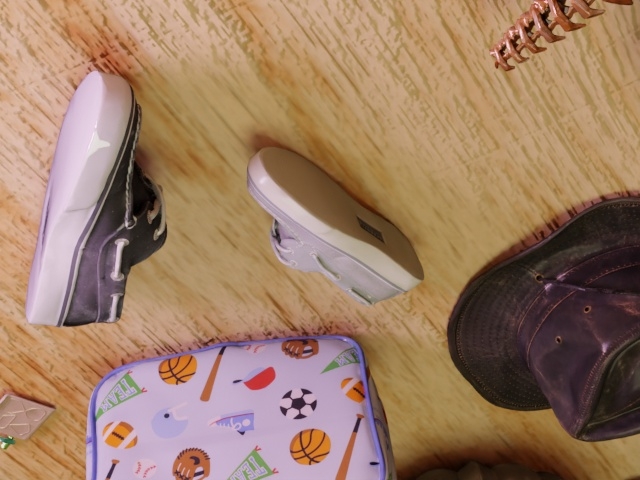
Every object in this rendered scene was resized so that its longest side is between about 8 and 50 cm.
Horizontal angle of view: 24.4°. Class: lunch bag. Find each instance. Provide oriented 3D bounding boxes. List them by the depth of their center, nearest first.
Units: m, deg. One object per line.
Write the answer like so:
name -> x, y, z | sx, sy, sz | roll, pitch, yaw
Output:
lunch bag -> -0.082, 0.219, 1.423 | 0.303, 0.243, 0.115 | -11, 138, 2

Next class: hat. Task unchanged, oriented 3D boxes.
hat -> 0.296, 0.112, 1.449 | 0.331, 0.134, 0.331 | -5, 138, -5

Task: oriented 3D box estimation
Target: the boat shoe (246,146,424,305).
boat shoe -> 0.000, -0.001, 1.317 | 0.081, 0.079, 0.227 | -36, 135, 21

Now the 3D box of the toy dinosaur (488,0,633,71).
toy dinosaur -> 0.294, -0.205, 1.126 | 0.322, 0.164, 0.218 | -9, 126, 28

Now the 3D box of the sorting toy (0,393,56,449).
sorting toy -> -0.318, 0.187, 1.521 | 0.062, 0.012, 0.083 | 21, 127, -35

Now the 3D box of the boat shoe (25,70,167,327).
boat shoe -> -0.176, -0.023, 1.245 | 0.102, 0.108, 0.301 | 7, 138, -16

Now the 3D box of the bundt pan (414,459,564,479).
bundt pan -> 0.176, 0.367, 1.716 | 0.331, 0.124, 0.331 | -4, 138, -4
